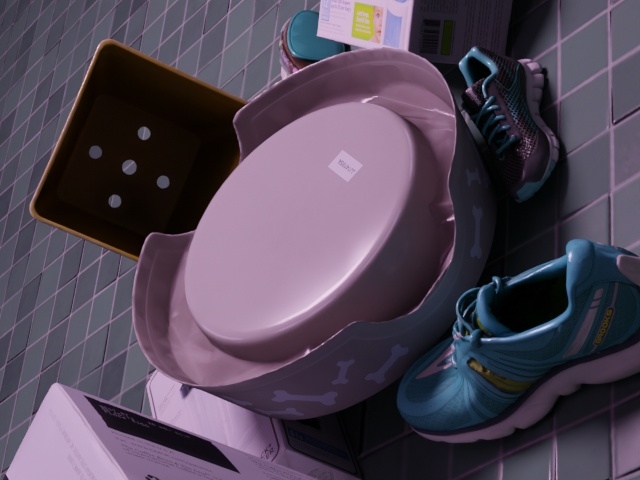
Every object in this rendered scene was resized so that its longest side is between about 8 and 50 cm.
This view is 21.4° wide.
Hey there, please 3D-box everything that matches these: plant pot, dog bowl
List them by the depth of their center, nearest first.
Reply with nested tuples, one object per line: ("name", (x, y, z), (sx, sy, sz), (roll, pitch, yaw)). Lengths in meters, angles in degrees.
("dog bowl", (0.000, 0.000, 1.471), (0.349, 0.102, 0.349), (-26, 41, 26))
("plant pot", (-0.205, -0.084, 1.937), (0.212, 0.212, 0.187), (-68, 14, -5))

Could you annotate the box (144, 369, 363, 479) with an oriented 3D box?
("box", (-0.069, 0.175, 1.584), (0.169, 0.087, 0.290), (-55, 29, 20))

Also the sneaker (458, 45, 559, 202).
("sneaker", (0.150, -0.101, 1.431), (0.065, 0.076, 0.166), (-47, 32, 33))

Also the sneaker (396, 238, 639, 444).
("sneaker", (0.142, 0.067, 1.269), (0.275, 0.110, 0.107), (-36, 39, 45))

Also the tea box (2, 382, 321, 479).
("tea box", (-0.099, 0.329, 1.242), (0.323, 0.329, 0.220), (-64, 27, 6))

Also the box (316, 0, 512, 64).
("box", (0.086, -0.232, 1.593), (0.203, 0.103, 0.114), (-154, 68, -63))

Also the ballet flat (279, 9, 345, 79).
("ballet flat", (-0.004, -0.163, 1.779), (0.221, 0.077, 0.079), (-111, 32, -54))
